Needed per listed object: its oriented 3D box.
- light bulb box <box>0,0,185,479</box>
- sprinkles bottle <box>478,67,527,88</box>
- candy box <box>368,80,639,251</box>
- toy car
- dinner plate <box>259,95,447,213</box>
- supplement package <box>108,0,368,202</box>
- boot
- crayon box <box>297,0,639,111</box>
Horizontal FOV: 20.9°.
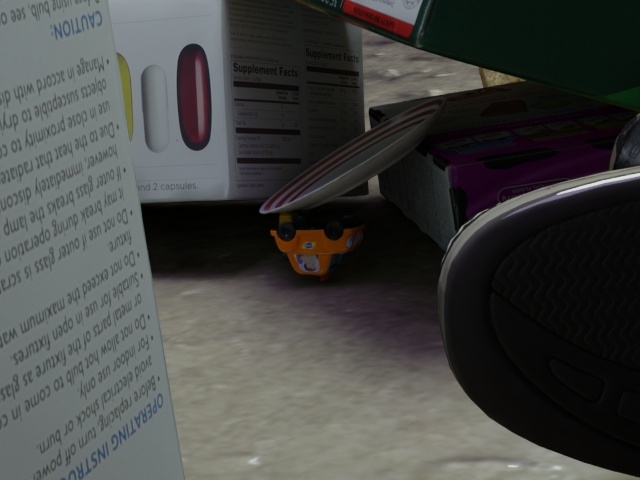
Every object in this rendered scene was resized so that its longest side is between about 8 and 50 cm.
[{"bbox_3d":[-0.266,-0.004,0.629,0.358,0.361,0.225,-2,14,22],"label":"light bulb box"},{"bbox_3d":[0.301,-0.185,1.505,0.355,0.121,0.121,-18,18,-35],"label":"sprinkles bottle"},{"bbox_3d":[0.136,-0.053,1.184,0.159,0.071,0.233,-10,16,-8],"label":"candy box"},{"bbox_3d":[0.000,0.000,1.128,0.060,0.040,0.122,-4,8,1],"label":"toy car"},{"bbox_3d":[0.024,-0.050,1.117,0.141,0.017,0.141,-30,8,4],"label":"dinner plate"},{"bbox_3d":[-0.128,-0.098,1.257,0.262,0.145,0.204,-2,1,28],"label":"supplement package"},{"bbox_3d":[0.207,-0.003,0.820,0.377,0.138,0.284,-7,15,-12],"label":"boot"},{"bbox_3d":[0.122,-0.162,1.098,0.313,0.106,0.363,13,11,-28],"label":"crayon box"}]
